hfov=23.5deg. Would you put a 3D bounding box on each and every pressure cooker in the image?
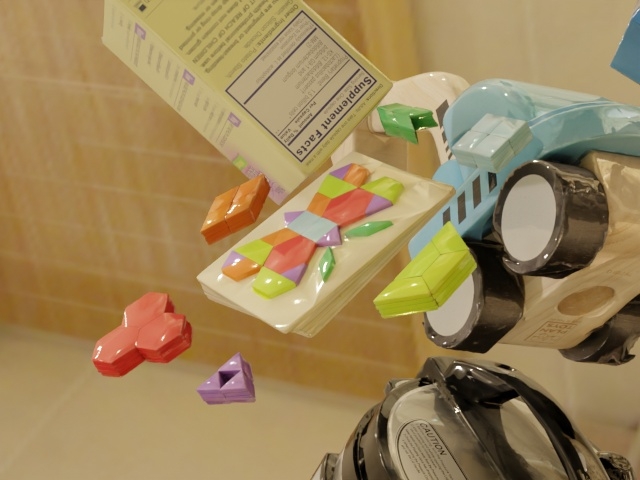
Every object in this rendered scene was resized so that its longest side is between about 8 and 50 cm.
[{"bbox_3d":[0.151,0.342,1.604,0.420,0.370,0.375,-61,-9,27],"label":"pressure cooker"}]

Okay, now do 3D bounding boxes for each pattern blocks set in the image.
[{"bbox_3d":[0.000,0.000,1.168,0.325,0.285,0.026,-49,-53,-30],"label":"pattern blocks set"}]

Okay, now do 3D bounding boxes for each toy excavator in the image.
[{"bbox_3d":[0.182,-0.075,1.621,0.222,0.433,0.445,7,-125,-29],"label":"toy excavator"}]

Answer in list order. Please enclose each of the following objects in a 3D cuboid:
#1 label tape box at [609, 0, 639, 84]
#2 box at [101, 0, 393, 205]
[{"bbox_3d":[0.512,-0.289,1.785,0.334,0.240,0.106,-63,9,-23],"label":"label tape box"},{"bbox_3d":[-0.075,-0.166,1.426,0.117,0.243,0.213,-47,2,-10],"label":"box"}]
